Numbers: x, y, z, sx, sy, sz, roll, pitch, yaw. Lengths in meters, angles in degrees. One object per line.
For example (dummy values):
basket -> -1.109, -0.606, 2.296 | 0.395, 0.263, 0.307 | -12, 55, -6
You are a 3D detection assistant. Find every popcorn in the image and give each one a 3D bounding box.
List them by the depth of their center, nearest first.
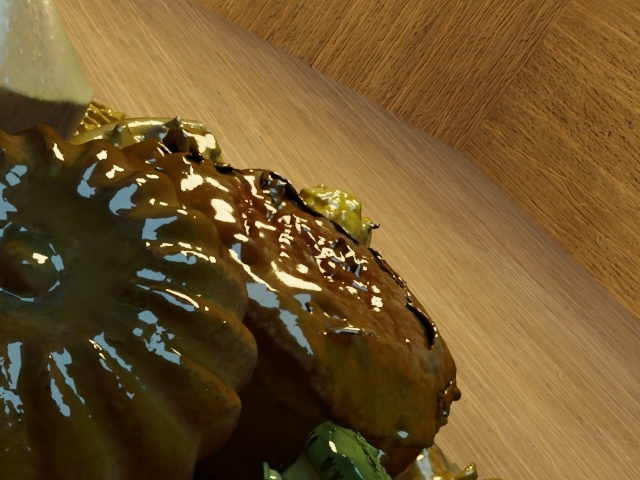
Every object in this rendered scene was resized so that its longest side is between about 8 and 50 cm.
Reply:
popcorn -> 0.000, 0.000, 1.637 | 0.152, 0.148, 0.167 | 3, -11, 12

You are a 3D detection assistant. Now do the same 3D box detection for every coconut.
coconut -> -0.323, -0.140, 1.105 | 0.259, 0.259, 0.259 | 33, 14, -9

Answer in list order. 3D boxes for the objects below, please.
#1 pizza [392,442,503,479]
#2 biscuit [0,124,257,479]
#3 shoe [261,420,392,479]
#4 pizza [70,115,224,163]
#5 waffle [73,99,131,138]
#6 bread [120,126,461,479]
pizza -> 0.166, 0.266, 1.263 | 0.251, 0.074, 0.288 | 27, 17, -40
biscuit -> -0.195, 0.037, 0.825 | 0.325, 0.107, 0.326 | 9, 45, -9
shoe -> 0.041, 0.241, 0.941 | 0.262, 0.128, 0.140 | 60, 11, -28
pizza -> -0.169, -0.055, 1.414 | 0.223, 0.089, 0.323 | 43, 30, 10
waffle -> -0.243, -0.101, 1.568 | 0.253, 0.056, 0.249 | 27, 16, -38
bread -> -0.059, 0.076, 1.105 | 0.358, 0.204, 0.337 | 40, 12, 6
